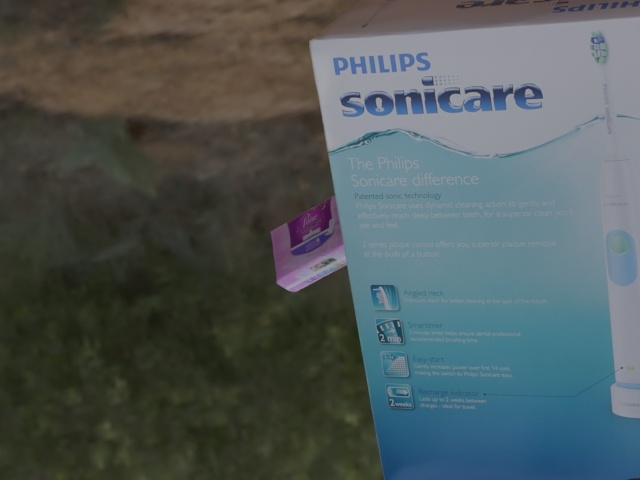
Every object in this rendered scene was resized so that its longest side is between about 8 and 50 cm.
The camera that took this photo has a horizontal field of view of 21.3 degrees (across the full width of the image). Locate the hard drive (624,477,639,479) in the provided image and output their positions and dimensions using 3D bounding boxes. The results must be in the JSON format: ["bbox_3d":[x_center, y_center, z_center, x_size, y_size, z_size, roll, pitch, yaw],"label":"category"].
[{"bbox_3d":[0.278,0.113,0.650,0.339,0.064,0.237,-7,-179,-17],"label":"hard drive"}]

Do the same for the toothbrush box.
[{"bbox_3d":[0.133,-0.005,1.016,0.216,0.295,0.126,-2,-157,23],"label":"toothbrush box"}]

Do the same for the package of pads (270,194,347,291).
[{"bbox_3d":[0.000,0.000,1.307,0.083,0.050,0.032,-29,145,32],"label":"package of pads"}]
